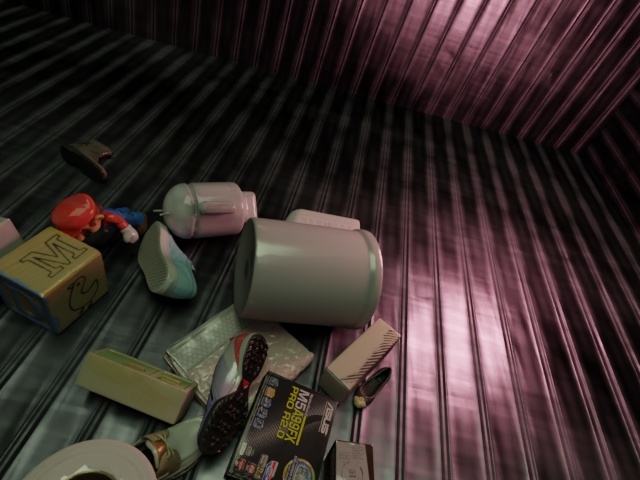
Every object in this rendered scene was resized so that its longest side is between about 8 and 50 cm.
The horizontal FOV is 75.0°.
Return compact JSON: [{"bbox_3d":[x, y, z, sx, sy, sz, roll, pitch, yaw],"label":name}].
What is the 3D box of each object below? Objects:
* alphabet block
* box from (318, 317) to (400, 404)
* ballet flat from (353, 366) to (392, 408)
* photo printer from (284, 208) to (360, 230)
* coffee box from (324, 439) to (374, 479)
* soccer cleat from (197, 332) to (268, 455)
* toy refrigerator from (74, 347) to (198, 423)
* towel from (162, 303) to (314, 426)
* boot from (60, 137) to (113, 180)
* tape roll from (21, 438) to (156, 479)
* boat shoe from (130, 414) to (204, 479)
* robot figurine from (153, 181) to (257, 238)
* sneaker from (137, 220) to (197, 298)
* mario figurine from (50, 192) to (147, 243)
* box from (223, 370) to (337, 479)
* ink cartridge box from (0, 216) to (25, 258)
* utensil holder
[{"bbox_3d":[-0.767,0.112,1.197,0.193,0.192,0.197,26,45,7],"label":"alphabet block"},{"bbox_3d":[0.123,0.365,1.282,0.094,0.113,0.275,39,48,20],"label":"box"},{"bbox_3d":[0.156,0.438,1.260,0.057,0.049,0.173,37,46,21],"label":"ballet flat"},{"bbox_3d":[0.000,0.000,1.620,0.308,0.107,0.256,10,43,-7],"label":"photo printer"},{"bbox_3d":[0.065,0.622,0.974,0.098,0.141,0.246,10,44,-7],"label":"coffee box"},{"bbox_3d":[-0.244,0.389,1.087,0.116,0.108,0.318,-9,45,34],"label":"soccer cleat"},{"bbox_3d":[-0.465,0.365,1.072,0.269,0.102,0.094,21,83,4],"label":"toy refrigerator"},{"bbox_3d":[-0.236,0.342,1.232,0.317,0.053,0.332,38,48,21],"label":"towel"},{"bbox_3d":[-0.916,-0.344,1.704,0.246,0.083,0.161,33,39,15],"label":"boot"},{"bbox_3d":[-0.416,0.513,0.748,0.246,0.169,0.246,8,40,-7],"label":"tape roll"},{"bbox_3d":[-0.378,0.508,0.975,0.302,0.103,0.113,-27,58,-37],"label":"boat shoe"},{"bbox_3d":[-0.414,-0.112,1.522,0.353,0.300,0.199,-6,90,-31],"label":"robot figurine"},{"bbox_3d":[-0.505,0.076,1.395,0.150,0.135,0.366,36,14,-43],"label":"sneaker"},{"bbox_3d":[-0.725,-0.046,1.354,0.320,0.198,0.170,3,68,-74],"label":"mario figurine"},{"bbox_3d":[-0.092,0.503,1.067,0.216,0.060,0.270,25,48,-3],"label":"box"},{"bbox_3d":[-0.990,0.032,1.179,0.233,0.168,0.171,10,39,20],"label":"ink cartridge box"},{"bbox_3d":[-0.053,0.104,1.307,0.385,0.327,0.327,7,43,-20],"label":"utensil holder"}]
